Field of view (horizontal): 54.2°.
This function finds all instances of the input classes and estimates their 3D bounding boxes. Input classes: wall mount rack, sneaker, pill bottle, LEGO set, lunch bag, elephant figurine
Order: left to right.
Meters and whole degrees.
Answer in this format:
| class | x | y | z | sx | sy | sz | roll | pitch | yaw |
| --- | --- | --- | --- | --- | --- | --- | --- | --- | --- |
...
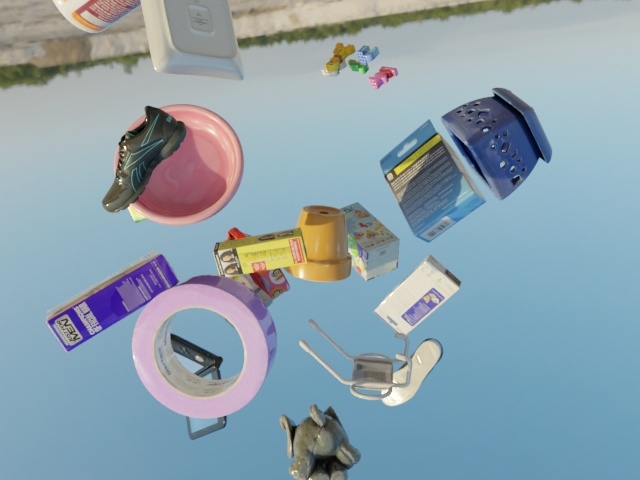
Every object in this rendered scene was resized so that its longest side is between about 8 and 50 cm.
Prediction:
| class | x | y | z | sx | sy | sz | roll | pitch | yaw |
| --- | --- | --- | --- | --- | --- | --- | --- | --- | --- |
| pill bottle | -0.562 | -0.778 | 1.776 | 0.392 | 0.224 | 0.224 | -20 | -167 | 25 |
| sneaker | -0.419 | -0.183 | 1.406 | 0.267 | 0.106 | 0.101 | -52 | -144 | 3 |
| lunch bag | -0.237 | 0.072 | 2.119 | 0.120 | 0.258 | 0.293 | -34 | -163 | -17 |
| elephant figurine | -0.024 | 0.458 | 1.433 | 0.169 | 0.186 | 0.239 | 33 | 174 | -15 |
| LEGO set | 0.073 | -0.448 | 1.609 | 0.227 | 0.087 | 0.093 | 21 | -118 | 39 |
| wall mount rack | 0.101 | 0.324 | 1.768 | 0.304 | 0.130 | 0.350 | 4 | -172 | 5 |
| sneaker | 0.334 | 0.460 | 2.198 | 0.104 | 0.295 | 0.147 | 42 | -163 | 17 |

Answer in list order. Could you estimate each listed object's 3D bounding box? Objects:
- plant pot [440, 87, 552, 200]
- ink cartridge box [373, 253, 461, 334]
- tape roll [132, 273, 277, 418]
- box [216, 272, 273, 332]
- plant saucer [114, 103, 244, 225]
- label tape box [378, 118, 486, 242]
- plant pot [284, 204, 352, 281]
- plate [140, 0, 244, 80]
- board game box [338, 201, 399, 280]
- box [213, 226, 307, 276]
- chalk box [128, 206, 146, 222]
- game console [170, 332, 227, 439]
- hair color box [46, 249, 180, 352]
| class | x | y | z | sx | sy | sz | roll | pitch | yaw |
| --- | --- | --- | --- | --- | --- | --- | --- | --- | --- |
| plant pot | 0.524 | -0.297 | 1.832 | 0.212 | 0.236 | 0.236 | -34 | -146 | 9 |
| ink cartridge box | 0.368 | 0.217 | 2.405 | 0.332 | 0.165 | 0.065 | -47 | -178 | 30 |
| tape roll | -0.229 | 0.210 | 1.252 | 0.275 | 0.274 | 0.090 | -5 | -172 | 8 |
| box | -0.263 | 0.175 | 1.930 | 0.186 | 0.038 | 0.145 | 39 | -111 | 24 |
| plant saucer | -0.364 | -0.193 | 1.642 | 0.332 | 0.332 | 0.084 | -10 | 166 | -5 |
| label tape box | 0.376 | -0.205 | 2.157 | 0.249 | 0.347 | 0.115 | -39 | 143 | 25 |
| plant pot | 0.000 | 0.000 | 1.858 | 0.205 | 0.188 | 0.205 | 6 | -163 | -2 |
| plate | -0.315 | -0.552 | 1.581 | 0.277 | 0.278 | 0.045 | -9 | 175 | -45 |
| board game box | 0.154 | 0.000 | 2.328 | 0.144 | 0.142 | 0.275 | -20 | -138 | -22 |
| box | -0.155 | 0.033 | 1.631 | 0.232 | 0.087 | 0.058 | -9 | -153 | 3 |
| chalk box | -0.517 | -0.160 | 2.043 | 0.213 | 0.132 | 0.132 | -17 | -167 | 22 |
| game console | -0.393 | 0.415 | 1.753 | 0.293 | 0.250 | 0.173 | -38 | -153 | 51 |
| hair color box | -0.569 | 0.156 | 1.717 | 0.339 | 0.110 | 0.185 | -34 | -165 | -18 |
